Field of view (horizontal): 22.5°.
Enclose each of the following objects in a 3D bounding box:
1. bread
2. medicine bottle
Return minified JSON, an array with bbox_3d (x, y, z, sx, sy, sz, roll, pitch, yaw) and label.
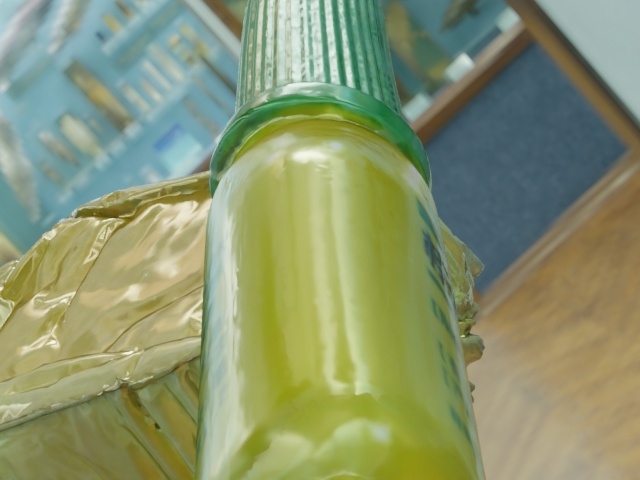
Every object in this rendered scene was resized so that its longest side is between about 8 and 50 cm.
[{"bbox_3d":[-0.051,0.056,0.692,0.250,0.133,0.179,-19,25,30],"label":"bread"},{"bbox_3d":[0.000,0.000,0.502,0.309,0.076,0.111,-95,7,-54],"label":"medicine bottle"}]
